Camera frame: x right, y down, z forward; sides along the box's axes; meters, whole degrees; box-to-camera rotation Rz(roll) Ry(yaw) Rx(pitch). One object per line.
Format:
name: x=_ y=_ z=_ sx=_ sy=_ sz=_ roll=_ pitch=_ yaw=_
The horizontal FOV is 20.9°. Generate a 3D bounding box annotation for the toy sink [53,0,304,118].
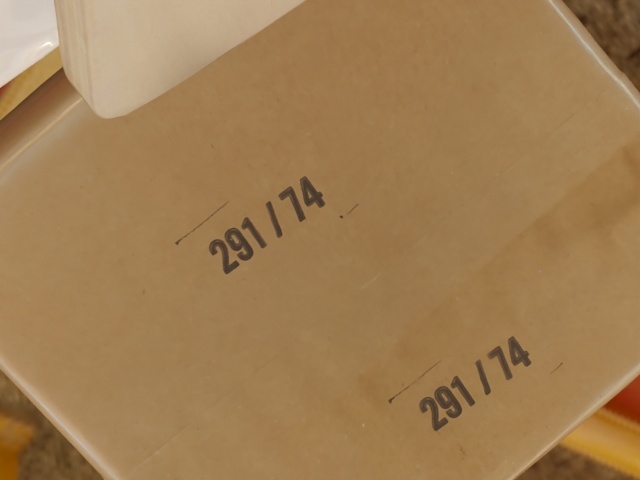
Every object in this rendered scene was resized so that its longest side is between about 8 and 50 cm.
toy sink: x=-0.028 y=-0.159 z=0.362 sx=0.153 sy=0.131 sz=0.234 roll=-35 pitch=164 yaw=-16

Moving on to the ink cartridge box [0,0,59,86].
ink cartridge box: x=-0.372 y=-0.137 z=1.283 sx=0.353 sy=0.207 sz=0.119 roll=-38 pitch=131 yaw=-14

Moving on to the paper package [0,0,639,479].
paper package: x=0.000 y=0.000 z=0.899 sx=0.325 sy=0.168 sz=0.309 roll=-42 pitch=103 yaw=-3
